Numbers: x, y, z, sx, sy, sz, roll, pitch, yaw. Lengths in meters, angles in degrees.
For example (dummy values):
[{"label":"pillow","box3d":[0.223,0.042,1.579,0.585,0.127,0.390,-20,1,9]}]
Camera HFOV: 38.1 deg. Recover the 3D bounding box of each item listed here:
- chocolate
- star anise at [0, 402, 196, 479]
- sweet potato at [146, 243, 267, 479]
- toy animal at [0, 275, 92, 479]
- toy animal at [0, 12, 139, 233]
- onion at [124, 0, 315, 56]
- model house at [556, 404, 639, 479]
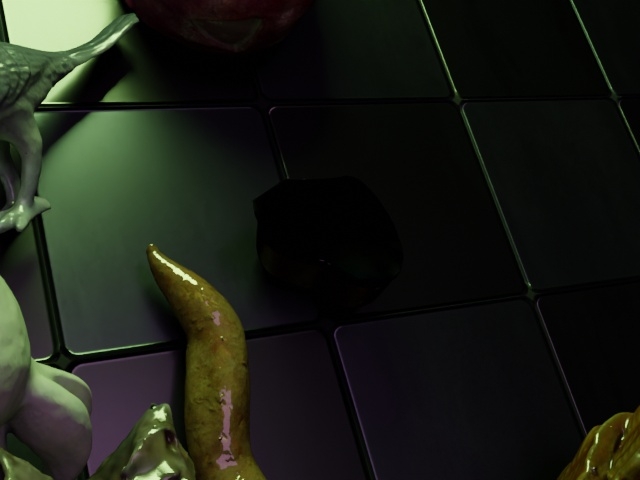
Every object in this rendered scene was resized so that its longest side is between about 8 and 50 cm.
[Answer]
[{"label":"chocolate","box3d":[0.000,0.000,0.883,0.149,0.080,0.125,21,45,-6]},{"label":"star anise","box3d":[-0.154,0.265,0.584,0.332,0.117,0.331,0,91,-37]},{"label":"sweet potato","box3d":[-0.087,0.128,0.784,0.067,0.059,0.281,-16,65,2]},{"label":"toy animal","box3d":[-0.302,0.054,0.627,0.310,0.247,0.183,38,71,16]},{"label":"toy animal","box3d":[-0.268,-0.107,0.772,0.367,0.081,0.205,-12,93,-58]},{"label":"onion","box3d":[-0.080,-0.338,0.936,0.272,0.230,0.256,-8,68,-36]},{"label":"model house","box3d":[0.290,0.262,0.815,0.229,0.199,0.219,9,49,-25]}]
